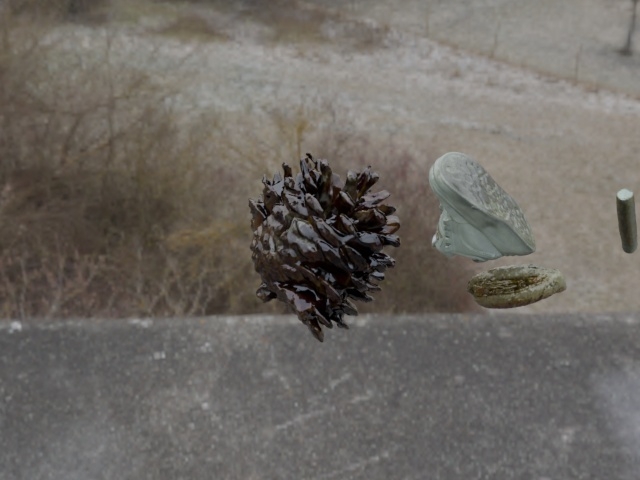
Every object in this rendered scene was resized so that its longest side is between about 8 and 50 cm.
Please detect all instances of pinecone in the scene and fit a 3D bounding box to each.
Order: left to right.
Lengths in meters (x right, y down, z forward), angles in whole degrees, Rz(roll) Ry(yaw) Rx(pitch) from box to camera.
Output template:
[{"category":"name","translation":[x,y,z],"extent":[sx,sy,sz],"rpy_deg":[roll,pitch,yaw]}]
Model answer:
[{"category":"pinecone","translation":[0.006,-0.002,1.619],"extent":[0.242,0.296,0.298],"rpy_deg":[6,39,-49]}]

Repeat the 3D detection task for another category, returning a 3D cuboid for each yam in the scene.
[{"category":"yam","translation":[0.347,-0.020,1.070],"extent":[0.021,0.116,0.021],"rpy_deg":[-10,55,15]}]

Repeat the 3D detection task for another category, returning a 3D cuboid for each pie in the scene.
[{"category":"pie","translation":[0.386,0.093,1.852],"extent":[0.193,0.079,0.163],"rpy_deg":[-18,-16,41]}]

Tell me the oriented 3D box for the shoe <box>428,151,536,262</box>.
[{"category":"shoe","translation":[0.251,-0.038,1.690],"extent":[0.159,0.316,0.124],"rpy_deg":[-28,49,31]}]
